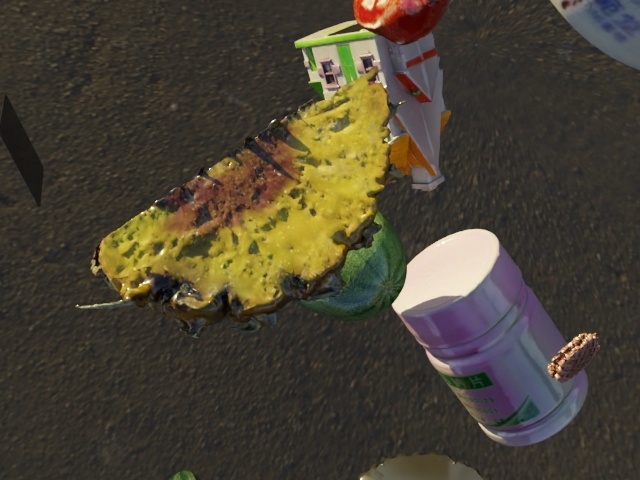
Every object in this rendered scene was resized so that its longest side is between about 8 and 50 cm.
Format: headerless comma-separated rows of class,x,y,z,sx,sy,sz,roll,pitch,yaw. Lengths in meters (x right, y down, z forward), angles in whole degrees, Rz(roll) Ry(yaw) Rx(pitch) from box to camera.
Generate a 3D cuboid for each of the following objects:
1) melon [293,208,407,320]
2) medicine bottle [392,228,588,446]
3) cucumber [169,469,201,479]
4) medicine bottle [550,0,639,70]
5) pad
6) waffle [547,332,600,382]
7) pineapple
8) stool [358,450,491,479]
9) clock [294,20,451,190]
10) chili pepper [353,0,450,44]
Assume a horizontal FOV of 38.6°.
melon,0.000,0.000,1.316,0.287,0.182,0.182,43,108,33
medicine bottle,0.286,0.167,1.533,0.212,0.212,0.325,-31,115,14
cucumber,-0.136,0.270,0.938,0.048,0.105,0.048,-5,114,-12
medicine bottle,0.181,-0.135,0.171,0.130,0.341,0.130,2,84,-21
pad,-0.474,-0.142,1.454,0.003,0.112,0.157,-14,132,0
waffle,0.345,0.158,1.238,0.083,0.075,0.029,-45,59,1
pineapple,-0.052,0.005,0.847,0.334,0.158,0.161,-36,84,-16
stool,0.183,0.528,1.401,0.297,0.297,0.330,-15,139,12
clock,0.110,-0.231,1.616,0.235,0.166,0.310,5,119,49
chili pepper,0.113,-0.325,1.208,0.144,0.253,0.136,-31,113,8
